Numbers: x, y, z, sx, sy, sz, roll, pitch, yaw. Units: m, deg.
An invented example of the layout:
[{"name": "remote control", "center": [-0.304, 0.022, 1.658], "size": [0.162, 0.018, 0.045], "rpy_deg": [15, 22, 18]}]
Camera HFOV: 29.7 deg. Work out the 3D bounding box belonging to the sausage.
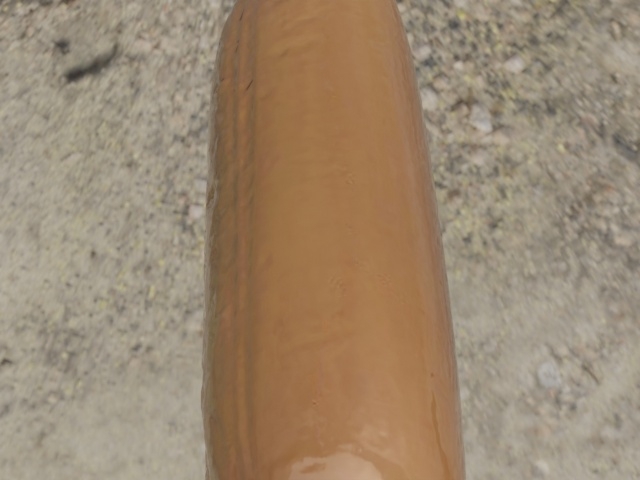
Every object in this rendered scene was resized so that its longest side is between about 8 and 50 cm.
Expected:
[{"name": "sausage", "center": [0.000, -0.001, 0.426], "size": [0.086, 0.289, 0.086], "rpy_deg": [-1, 137, -1]}]
